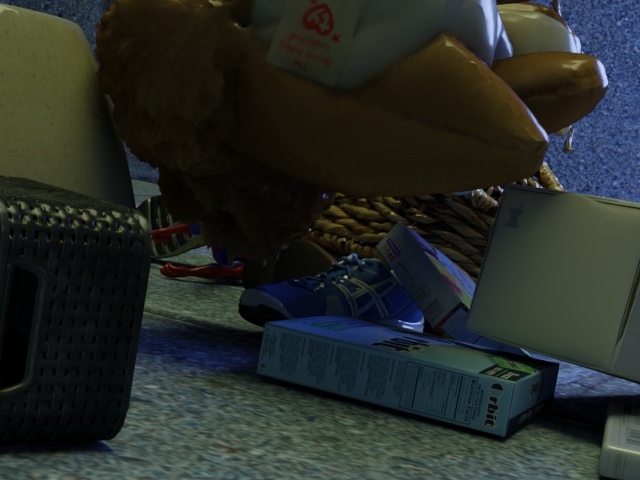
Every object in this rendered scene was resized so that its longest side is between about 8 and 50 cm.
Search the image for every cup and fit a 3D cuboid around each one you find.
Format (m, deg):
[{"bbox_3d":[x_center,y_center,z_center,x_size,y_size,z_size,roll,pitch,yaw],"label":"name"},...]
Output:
[{"bbox_3d":[-0.288,-0.067,0.939,0.331,0.237,0.331,10,5,-1],"label":"cup"}]

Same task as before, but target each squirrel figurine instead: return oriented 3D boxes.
[{"bbox_3d":[0.034,-0.141,0.974,0.397,0.281,0.370,-17,-5,20],"label":"squirrel figurine"}]

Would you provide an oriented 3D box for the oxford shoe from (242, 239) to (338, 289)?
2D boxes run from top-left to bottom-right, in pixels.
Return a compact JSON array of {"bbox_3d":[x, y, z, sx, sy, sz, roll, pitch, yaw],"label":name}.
[{"bbox_3d":[-0.009,0.041,1.266,0.076,0.076,0.212,17,0,-25],"label":"oxford shoe"}]

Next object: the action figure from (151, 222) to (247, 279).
[{"bbox_3d":[-0.147,-0.016,1.339,0.139,0.091,0.280,-14,-27,1],"label":"action figure"}]

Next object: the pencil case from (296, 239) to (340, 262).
[{"bbox_3d":[0.000,0.000,1.528,0.119,0.133,0.306,-35,2,3],"label":"pencil case"}]

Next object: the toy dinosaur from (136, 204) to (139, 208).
[{"bbox_3d":[-0.367,-0.057,1.876,0.268,0.064,0.118,12,-3,-19],"label":"toy dinosaur"}]

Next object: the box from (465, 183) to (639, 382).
[{"bbox_3d":[0.275,0.058,0.962,0.311,0.121,0.148,19,-3,-41],"label":"box"}]

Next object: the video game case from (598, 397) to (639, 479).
[{"bbox_3d":[0.280,0.147,0.795,0.183,0.023,0.201,10,3,14],"label":"video game case"}]

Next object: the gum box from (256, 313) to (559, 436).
[{"bbox_3d":[0.069,0.094,0.886,0.184,0.041,0.157,12,3,22],"label":"gum box"}]

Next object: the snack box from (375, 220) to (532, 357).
[{"bbox_3d":[0.114,0.052,1.038,0.100,0.037,0.141,38,12,-33],"label":"snack box"}]

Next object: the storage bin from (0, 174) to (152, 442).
[{"bbox_3d":[-0.176,0.030,0.648,0.084,0.122,0.180,6,6,-38],"label":"storage bin"}]

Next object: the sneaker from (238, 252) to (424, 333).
[{"bbox_3d":[0.013,0.050,1.083,0.211,0.081,0.080,6,6,-44],"label":"sneaker"}]

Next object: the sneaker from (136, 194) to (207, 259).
[{"bbox_3d":[-0.145,-0.020,1.501,0.208,0.081,0.094,-16,-22,20],"label":"sneaker"}]

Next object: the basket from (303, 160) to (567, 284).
[{"bbox_3d":[0.169,-0.040,1.279,0.299,0.223,0.213,26,-7,-34],"label":"basket"}]
